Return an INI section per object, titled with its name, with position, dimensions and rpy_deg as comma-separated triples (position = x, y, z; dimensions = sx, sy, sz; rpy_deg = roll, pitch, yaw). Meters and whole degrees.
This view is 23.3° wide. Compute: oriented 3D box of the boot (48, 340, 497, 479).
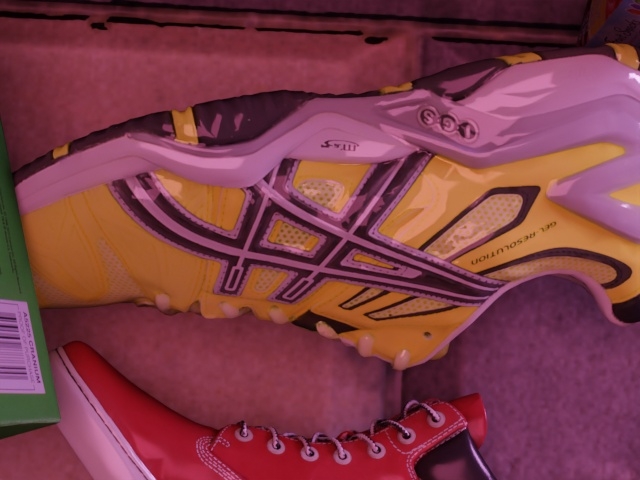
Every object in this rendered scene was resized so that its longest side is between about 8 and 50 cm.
[boot]
position = -0.016, 0.106, 0.810
dimensions = 0.176, 0.088, 0.244
rpy_deg = -45, 94, -5

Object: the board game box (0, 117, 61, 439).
[board game box]
position = -0.299, 0.012, 0.766
dimensions = 0.316, 0.064, 0.242
rpy_deg = -17, 78, 19

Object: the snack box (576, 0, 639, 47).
[snack box]
position = 0.198, -0.200, 0.794
dimensions = 0.070, 0.174, 0.207
rpy_deg = 16, 83, 0

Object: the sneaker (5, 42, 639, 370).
[sneaker]
position = 0.000, 0.000, 0.792
dimensions = 0.384, 0.145, 0.147
rpy_deg = -10, 89, 3
